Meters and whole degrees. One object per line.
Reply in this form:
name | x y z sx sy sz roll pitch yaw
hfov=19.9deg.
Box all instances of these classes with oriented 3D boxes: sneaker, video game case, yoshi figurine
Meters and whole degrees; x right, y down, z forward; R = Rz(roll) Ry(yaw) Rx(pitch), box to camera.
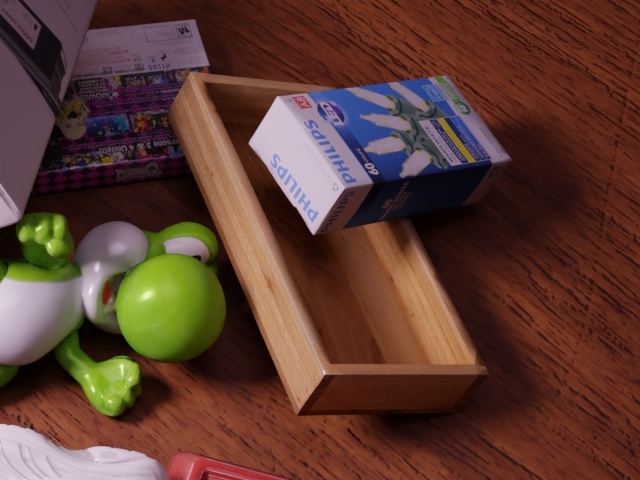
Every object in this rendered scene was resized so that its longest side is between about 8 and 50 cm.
sneaker | -0.262 0.244 1.709 0.232 0.090 0.115 7 56 0
video game case | -0.230 -0.155 2.066 0.232 0.042 0.210 -8 53 -15
yoshi figurine | -0.245 0.074 1.796 0.362 0.203 0.203 -17 71 -24

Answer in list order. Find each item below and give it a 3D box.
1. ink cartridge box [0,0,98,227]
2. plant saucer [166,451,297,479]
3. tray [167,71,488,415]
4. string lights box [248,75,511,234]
ink cartridge box | -0.413 -0.159 1.849 0.285 0.166 0.395 -18 36 22
plant saucer | -0.048 0.321 1.703 0.258 0.048 0.259 15 51 3
tray | 0.000 0.000 1.917 0.202 0.076 0.411 3 46 -34
string lights box | 0.066 -0.094 1.944 0.259 0.077 0.133 -12 57 -43
